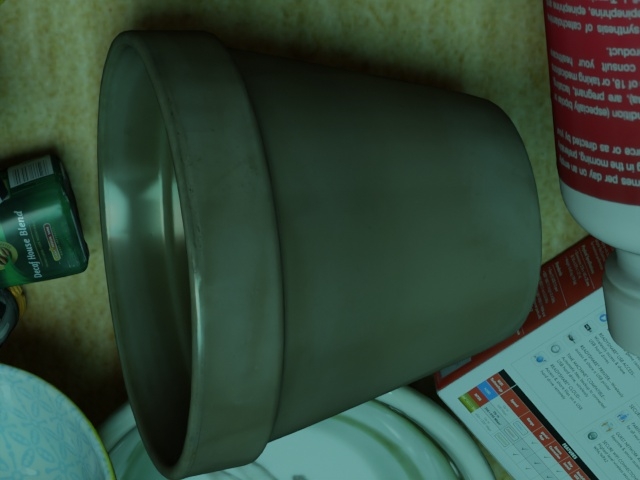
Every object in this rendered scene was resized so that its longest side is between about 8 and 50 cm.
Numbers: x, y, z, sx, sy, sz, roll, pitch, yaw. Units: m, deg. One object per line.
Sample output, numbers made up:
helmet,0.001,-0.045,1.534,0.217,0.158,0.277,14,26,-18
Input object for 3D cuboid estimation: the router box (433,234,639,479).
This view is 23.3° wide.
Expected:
router box,0.312,0.140,1.349,0.301,0.082,0.335,-34,115,16

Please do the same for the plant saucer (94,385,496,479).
plant saucer,-0.038,0.251,1.389,0.400,0.100,0.400,-1,119,-1

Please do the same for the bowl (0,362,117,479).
bowl,-0.285,0.257,1.248,0.289,0.289,0.156,-8,153,3

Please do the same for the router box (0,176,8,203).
router box,-0.384,-0.139,1.096,0.243,0.081,0.309,5,129,41

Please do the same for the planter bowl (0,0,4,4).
planter bowl,-0.313,-0.232,1.115,0.217,0.090,0.217,-1,120,-2

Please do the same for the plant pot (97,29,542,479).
plant pot,0.000,0.000,1.158,0.280,0.323,0.323,-5,121,-17

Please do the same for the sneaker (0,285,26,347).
sneaker,-0.355,0.074,1.289,0.214,0.083,0.084,-11,120,5

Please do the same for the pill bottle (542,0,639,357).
pill bottle,0.272,-0.130,1.076,0.229,0.229,0.408,-7,108,2

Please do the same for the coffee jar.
coffee jar,-0.283,0.000,1.233,0.184,0.079,0.096,-16,128,-5
